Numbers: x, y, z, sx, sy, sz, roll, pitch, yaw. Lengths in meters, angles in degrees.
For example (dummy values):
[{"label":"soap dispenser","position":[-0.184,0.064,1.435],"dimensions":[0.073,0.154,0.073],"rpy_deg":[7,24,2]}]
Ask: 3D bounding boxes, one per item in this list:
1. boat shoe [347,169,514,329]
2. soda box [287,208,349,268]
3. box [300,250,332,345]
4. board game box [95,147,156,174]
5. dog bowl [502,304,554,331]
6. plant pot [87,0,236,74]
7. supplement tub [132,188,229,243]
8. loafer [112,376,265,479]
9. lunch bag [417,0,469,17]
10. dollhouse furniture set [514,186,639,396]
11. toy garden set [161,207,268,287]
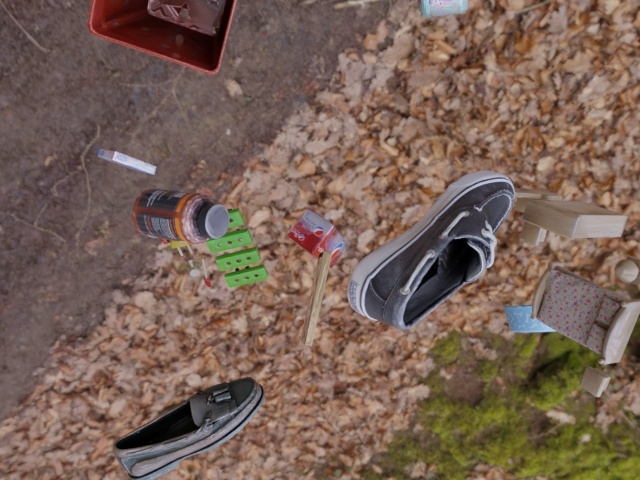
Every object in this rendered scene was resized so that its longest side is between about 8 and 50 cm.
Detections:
[{"label":"boat shoe","position":[0.172,0.008,0.699],"dimensions":[0.301,0.102,0.108],"rpy_deg":[-32,124,-29]},{"label":"soda box","position":[0.000,0.000,1.458],"dimensions":[0.092,0.083,0.263],"rpy_deg":[-52,164,-2]},{"label":"box","position":[-0.011,0.126,1.220],"dimensions":[0.021,0.201,0.164],"rpy_deg":[13,174,-3]},{"label":"board game box","position":[-0.393,-0.159,1.116],"dimensions":[0.090,0.090,0.020],"rpy_deg":[20,86,-43]},{"label":"dog bowl","position":[0.637,0.219,1.580],"dimensions":[0.165,0.074,0.297],"rpy_deg":[-8,170,39]},{"label":"plant pot","position":[-0.298,-0.535,1.172],"dimensions":[0.267,0.236,0.268],"rpy_deg":[17,112,-8]},{"label":"supplement tub","position":[-0.284,-0.048,1.135],"dimensions":[0.106,0.197,0.106],"rpy_deg":[-20,114,-55]},{"label":"loafer","position":[-0.223,0.313,0.948],"dimensions":[0.267,0.096,0.084],"rpy_deg":[-32,123,-9]},{"label":"lunch bag","position":[0.254,-0.601,1.165],"dimensions":[0.107,0.279,0.224],"rpy_deg":[-3,119,12]},{"label":"dollhouse furniture set","position":[0.466,0.096,1.143],"dimensions":[0.173,0.303,0.356],"rpy_deg":[0,110,-32]},{"label":"toy garden set","position":[-0.264,0.024,1.394],"dimensions":[0.203,0.049,0.244],"rpy_deg":[-14,134,4]}]
